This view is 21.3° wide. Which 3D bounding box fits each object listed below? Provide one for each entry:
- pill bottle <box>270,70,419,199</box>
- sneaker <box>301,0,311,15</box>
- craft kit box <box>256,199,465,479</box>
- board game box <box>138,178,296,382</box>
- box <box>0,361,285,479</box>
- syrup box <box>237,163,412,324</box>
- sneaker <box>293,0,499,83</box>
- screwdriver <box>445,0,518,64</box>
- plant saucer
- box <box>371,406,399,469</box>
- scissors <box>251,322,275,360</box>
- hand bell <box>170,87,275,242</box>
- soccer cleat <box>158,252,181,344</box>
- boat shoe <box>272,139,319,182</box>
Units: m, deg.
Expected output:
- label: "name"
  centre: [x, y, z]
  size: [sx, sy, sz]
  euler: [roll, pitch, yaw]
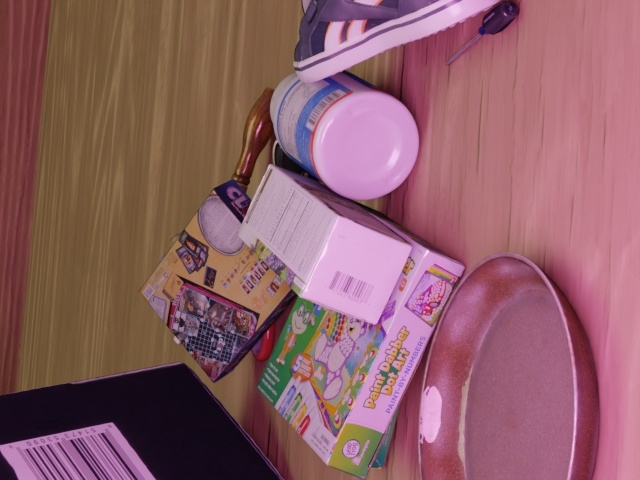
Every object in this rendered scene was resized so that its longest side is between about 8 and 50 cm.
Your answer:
- label: "pill bottle"
  centre: [0.018, -0.130, 1.935]
  size: [0.221, 0.124, 0.124]
  euler: [-137, 56, -66]
- label: "sneaker"
  centre: [0.039, -0.390, 1.991]
  size: [0.180, 0.124, 0.321]
  euler: [-169, 96, -73]
- label: "craft kit box"
  centre: [0.037, 0.097, 1.835]
  size: [0.247, 0.061, 0.250]
  euler: [-63, 24, 3]
- label: "board game box"
  centre: [-0.126, 0.056, 2.209]
  size: [0.165, 0.042, 0.243]
  euler: [50, 135, 10]
- label: "box"
  centre: [-0.347, 0.452, 2.143]
  size: [0.297, 0.479, 0.472]
  euler: [46, 130, 36]
- label: "syrup box"
  centre: [0.000, 0.000, 1.816]
  size: [0.096, 0.093, 0.237]
  euler: [-65, 24, 6]
- label: "sneaker"
  centre: [0.060, -0.260, 1.783]
  size: [0.321, 0.126, 0.127]
  euler: [-17, 102, 56]
- label: "screwdriver"
  centre: [0.158, -0.210, 1.736]
  size: [0.025, 0.024, 0.170]
  euler: [65, 158, 0]
- label: "plant saucer"
  centre: [0.173, 0.167, 1.551]
  size: [0.310, 0.050, 0.311]
  euler: [-174, 90, -68]
- label: "box"
  centre: [0.036, 0.171, 1.916]
  size: [0.179, 0.043, 0.105]
  euler: [-131, 51, -65]
- label: "scissors"
  centre: [-0.059, 0.024, 2.232]
  size: [0.109, 0.021, 0.297]
  euler: [-118, 39, -58]
- label: "hand bell"
  centre: [-0.107, -0.092, 2.314]
  size: [0.126, 0.126, 0.242]
  euler: [20, 91, 69]
- label: "soccer cleat"
  centre: [-0.179, 0.076, 2.478]
  size: [0.095, 0.083, 0.248]
  euler: [-45, 27, 12]
- label: "boat shoe"
  centre: [-0.024, -0.075, 2.085]
  size: [0.042, 0.049, 0.133]
  euler: [-121, 12, -47]
